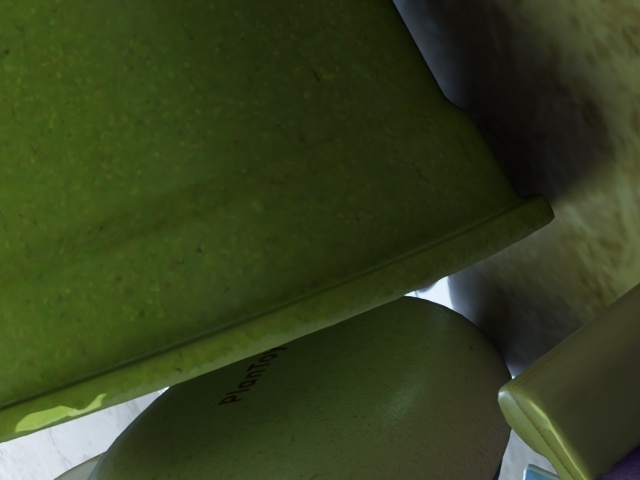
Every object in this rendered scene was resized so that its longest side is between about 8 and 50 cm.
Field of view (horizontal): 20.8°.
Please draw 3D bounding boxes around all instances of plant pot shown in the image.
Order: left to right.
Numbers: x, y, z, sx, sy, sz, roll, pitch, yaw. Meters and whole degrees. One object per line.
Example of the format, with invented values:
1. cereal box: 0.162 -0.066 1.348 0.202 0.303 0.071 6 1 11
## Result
1. plant pot: -0.077 -0.079 0.711 0.276 0.276 0.254 -18 92 64

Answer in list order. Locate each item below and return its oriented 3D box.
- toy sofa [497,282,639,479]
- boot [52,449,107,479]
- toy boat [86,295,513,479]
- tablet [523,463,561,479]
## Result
1. toy sofa: 0.190 0.005 0.416 0.177 0.150 0.362 57 155 -5
2. boot: -0.097 0.266 1.305 0.295 0.104 0.211 -3 118 57
3. toy boat: 0.049 0.118 0.746 0.318 0.267 0.148 -11 107 29
4. tablet: 0.131 0.142 0.826 0.083 0.006 0.054 21 123 33
